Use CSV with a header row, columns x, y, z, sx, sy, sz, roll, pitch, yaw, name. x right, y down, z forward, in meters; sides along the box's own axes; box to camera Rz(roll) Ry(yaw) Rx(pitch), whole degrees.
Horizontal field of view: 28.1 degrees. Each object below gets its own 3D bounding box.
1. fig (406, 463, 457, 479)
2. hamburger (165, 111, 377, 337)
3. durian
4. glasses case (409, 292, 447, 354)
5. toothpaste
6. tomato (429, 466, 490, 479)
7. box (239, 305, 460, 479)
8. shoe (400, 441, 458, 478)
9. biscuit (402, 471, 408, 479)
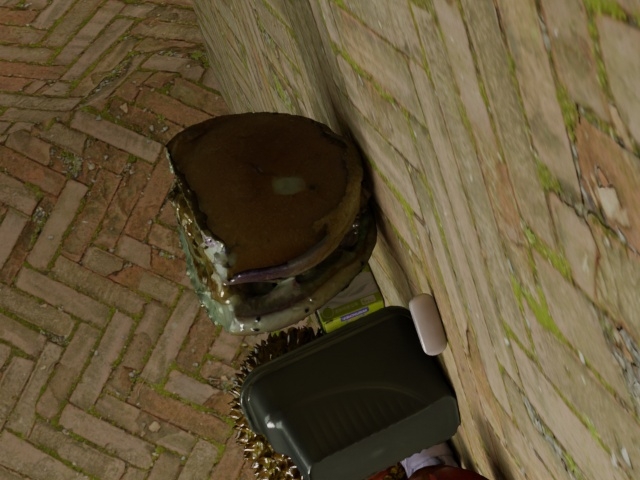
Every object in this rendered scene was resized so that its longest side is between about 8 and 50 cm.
x,y,z,sx,sy,sz,roll,pitch,yaw,name
0.168,0.380,1.814,0.150,0.128,0.128,99,150,-74,fig
-0.065,-0.038,1.773,0.195,0.277,0.318,80,169,-46,hamburger
0.007,0.322,2.206,0.347,0.348,0.384,-128,20,-74,durian
0.134,0.104,1.586,0.021,0.032,0.083,-115,5,-69,glasses case
0.000,0.000,2.156,0.077,0.110,0.327,77,171,-66,toothpaste
0.203,0.351,1.556,0.166,0.082,0.174,-153,38,-89,tomato
0.043,0.225,1.755,0.178,0.274,0.138,56,169,42,box
0.177,0.394,1.952,0.137,0.095,0.245,-116,13,-68,shoe
0.049,0.512,2.479,0.103,0.332,0.332,48,168,17,biscuit
